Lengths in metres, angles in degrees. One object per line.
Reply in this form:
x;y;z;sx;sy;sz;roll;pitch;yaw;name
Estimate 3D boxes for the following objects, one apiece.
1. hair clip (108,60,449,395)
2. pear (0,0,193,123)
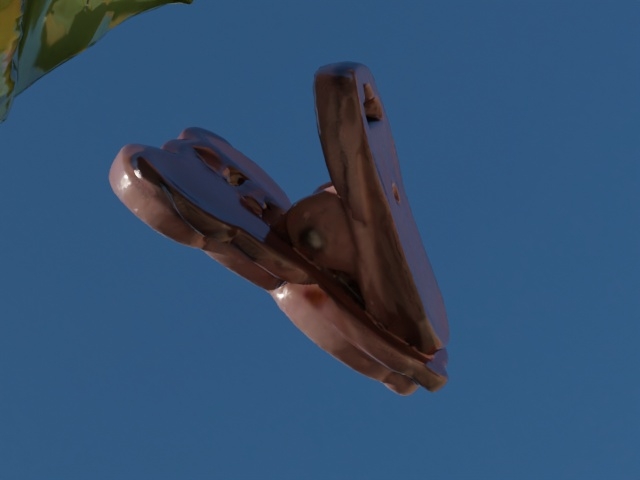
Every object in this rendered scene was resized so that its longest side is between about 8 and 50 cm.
-0.010;0.004;0.763;0.102;0.123;0.138;-16;-79;16;hair clip
-0.142;-0.155;0.595;0.176;0.282;0.286;10;-64;13;pear
